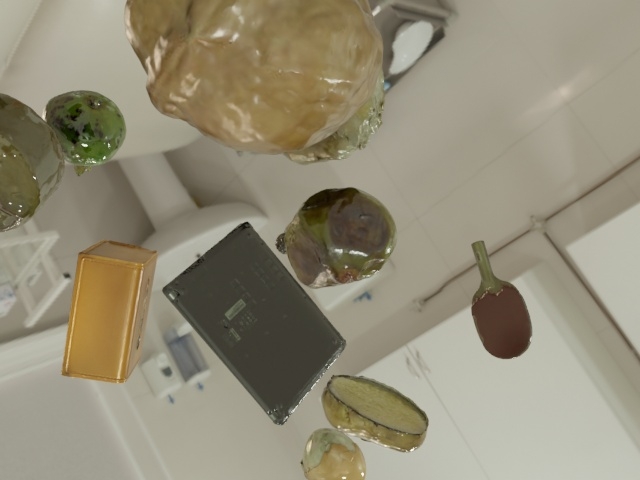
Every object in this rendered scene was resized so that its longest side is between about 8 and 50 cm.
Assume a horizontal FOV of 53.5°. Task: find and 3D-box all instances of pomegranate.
[{"bbox_3d":[-0.627,-0.278,1.675,0.211,0.211,0.263,-21,156,-42],"label":"pomegranate"}]

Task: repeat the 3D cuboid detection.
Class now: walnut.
[{"bbox_3d":[-0.076,-0.252,0.778,0.306,0.306,0.344,-37,-174,26],"label":"walnut"}]

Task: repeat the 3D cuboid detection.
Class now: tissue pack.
[{"bbox_3d":[-0.469,0.155,1.436,0.145,0.275,0.194,11,-171,-8],"label":"tissue pack"}]

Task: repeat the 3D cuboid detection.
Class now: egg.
[{"bbox_3d":[0.018,0.273,0.783,0.071,0.083,0.071,20,90,-80],"label":"egg"}]

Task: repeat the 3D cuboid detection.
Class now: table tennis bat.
[{"bbox_3d":[0.337,0.114,1.233,0.022,0.235,0.131,-3,162,-37],"label":"table tennis bat"}]

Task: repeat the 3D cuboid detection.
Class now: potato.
[{"bbox_3d":[0.092,0.323,1.145,0.164,0.200,0.081,-38,148,-73],"label":"potato"}]

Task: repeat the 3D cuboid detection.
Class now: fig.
[{"bbox_3d":[0.024,-0.008,0.885,0.154,0.144,0.166,-56,-163,21],"label":"fig"}]

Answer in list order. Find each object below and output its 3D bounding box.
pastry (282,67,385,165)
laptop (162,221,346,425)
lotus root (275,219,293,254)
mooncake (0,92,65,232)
[{"bbox_3d":[-0.021,-0.243,1.015,0.120,0.256,0.236,-13,128,-67],"label":"pastry"},{"bbox_3d":[-0.061,0.081,0.653,0.129,0.180,0.016,-45,-171,-38],"label":"laptop"},{"bbox_3d":[0.000,0.000,1.270,0.213,0.139,0.138,-2,153,-32],"label":"lotus root"},{"bbox_3d":[-0.675,-0.148,1.264,0.284,0.284,0.156,-39,-152,31],"label":"mooncake"}]
